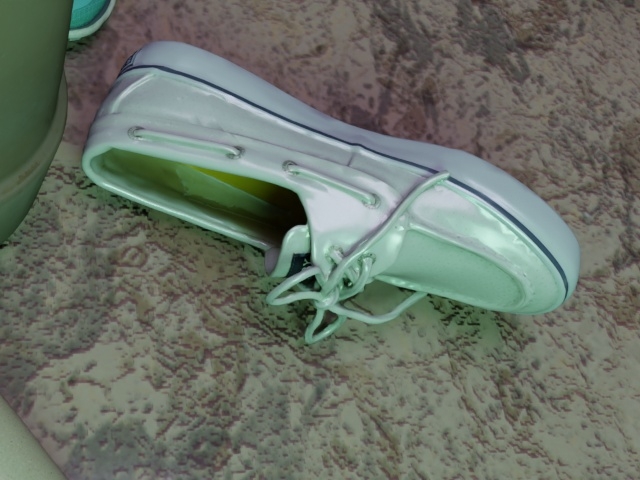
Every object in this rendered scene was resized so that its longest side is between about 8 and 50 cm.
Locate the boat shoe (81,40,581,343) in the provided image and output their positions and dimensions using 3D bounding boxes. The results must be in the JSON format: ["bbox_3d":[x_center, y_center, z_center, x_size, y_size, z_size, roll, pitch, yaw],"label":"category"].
[{"bbox_3d":[0.001,-0.005,0.813,0.367,0.136,0.156,26,54,-2],"label":"boat shoe"}]

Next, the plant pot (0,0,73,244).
[{"bbox_3d":[-0.269,-0.176,0.674,0.323,0.280,0.323,21,44,-22],"label":"plant pot"}]

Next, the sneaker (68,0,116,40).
[{"bbox_3d":[-0.193,-0.287,0.915,0.107,0.110,0.275,12,66,-15],"label":"sneaker"}]

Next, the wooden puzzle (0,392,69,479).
[{"bbox_3d":[-0.251,0.220,0.565,0.348,0.080,0.322,-38,89,-34],"label":"wooden puzzle"}]
